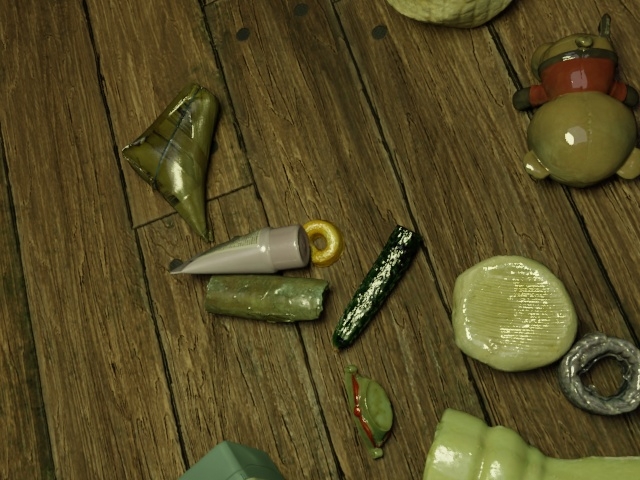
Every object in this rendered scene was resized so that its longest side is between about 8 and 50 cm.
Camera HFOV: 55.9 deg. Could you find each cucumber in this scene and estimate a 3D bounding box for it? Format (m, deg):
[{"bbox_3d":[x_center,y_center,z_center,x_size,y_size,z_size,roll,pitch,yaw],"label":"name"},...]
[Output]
[{"bbox_3d":[0.109,0.101,1.230,0.067,0.067,0.294,32,87,18],"label":"cucumber"}]

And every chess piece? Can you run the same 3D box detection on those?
[{"bbox_3d":[0.402,0.428,1.010,0.442,0.234,0.234,13,80,21],"label":"chess piece"}]

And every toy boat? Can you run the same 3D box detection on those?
[{"bbox_3d":[0.095,0.327,1.173,0.089,0.071,0.185,-6,70,-32],"label":"toy boat"}]

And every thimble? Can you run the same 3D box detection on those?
[{"bbox_3d":[0.504,0.241,1.084,0.150,0.098,0.150,-3,77,12],"label":"thimble"}]

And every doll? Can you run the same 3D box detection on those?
[{"bbox_3d":[0.505,-0.264,1.170,0.235,0.174,0.330,1,75,7],"label":"doll"}]

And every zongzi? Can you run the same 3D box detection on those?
[{"bbox_3d":[-0.268,-0.183,1.367,0.289,0.123,0.260,42,86,9],"label":"zongzi"}]

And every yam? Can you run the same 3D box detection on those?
[{"bbox_3d":[-0.107,0.117,1.254,0.259,0.106,0.106,5,78,16],"label":"yam"}]

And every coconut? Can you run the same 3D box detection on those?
[{"bbox_3d":[0.272,-0.593,1.261,0.328,0.329,0.329,-3,76,12],"label":"coconut"}]

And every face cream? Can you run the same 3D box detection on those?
[{"bbox_3d":[-0.164,0.029,1.262,0.273,0.154,0.096,-8,106,16],"label":"face cream"}]

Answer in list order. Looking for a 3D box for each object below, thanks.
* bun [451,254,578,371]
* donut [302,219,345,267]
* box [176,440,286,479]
[{"bbox_3d":[0.354,0.137,1.125,0.231,0.133,0.231,-3,75,11],"label":"bun"},{"bbox_3d":[0.000,0.000,1.292,0.097,0.043,0.108,-45,75,0],"label":"donut"},{"bbox_3d":[-0.158,0.474,1.122,0.162,0.227,0.130,-41,57,1],"label":"box"}]
